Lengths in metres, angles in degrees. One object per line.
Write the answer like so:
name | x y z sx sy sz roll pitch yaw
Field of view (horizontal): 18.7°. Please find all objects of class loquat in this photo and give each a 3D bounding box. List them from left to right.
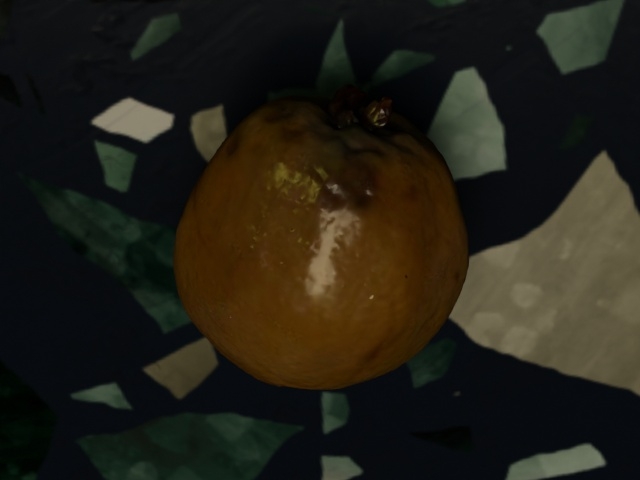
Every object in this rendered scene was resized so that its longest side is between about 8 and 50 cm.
loquat | 0.000 0.000 1.299 0.187 0.176 0.234 12 123 -20
